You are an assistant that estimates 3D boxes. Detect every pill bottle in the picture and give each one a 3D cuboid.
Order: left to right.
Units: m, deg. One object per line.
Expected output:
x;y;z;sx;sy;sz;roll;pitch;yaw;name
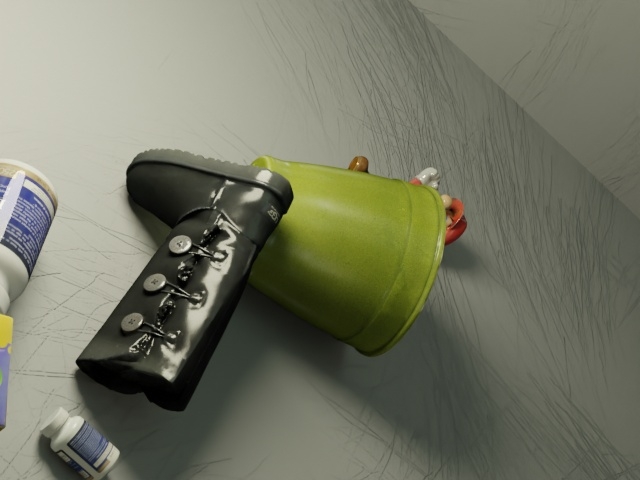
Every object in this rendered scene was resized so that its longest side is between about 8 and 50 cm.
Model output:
-0.521;0.009;1.841;0.153;0.153;0.265;34;41;-25;pill bottle
-0.380;0.319;1.828;0.120;0.067;0.067;45;38;-13;pill bottle

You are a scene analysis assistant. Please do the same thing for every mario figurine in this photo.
0.215;-0.097;2.698;0.320;0.170;0.198;22;82;-25;mario figurine

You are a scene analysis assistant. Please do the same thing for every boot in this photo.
-0.287;0.058;2.031;0.146;0.367;0.445;53;53;-44;boot

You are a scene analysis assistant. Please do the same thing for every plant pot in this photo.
0.000;0.000;2.287;0.353;0.366;0.366;22;47;-21;plant pot

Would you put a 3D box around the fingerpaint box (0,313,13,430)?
-0.657;0.171;1.392;0.445;0.371;0.163;22;48;-35;fingerpaint box
